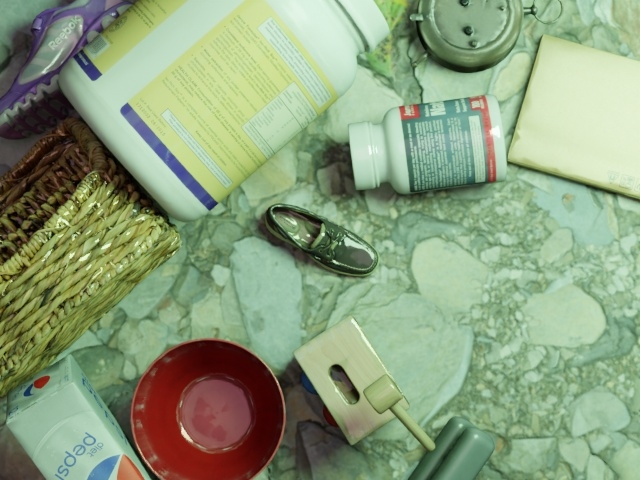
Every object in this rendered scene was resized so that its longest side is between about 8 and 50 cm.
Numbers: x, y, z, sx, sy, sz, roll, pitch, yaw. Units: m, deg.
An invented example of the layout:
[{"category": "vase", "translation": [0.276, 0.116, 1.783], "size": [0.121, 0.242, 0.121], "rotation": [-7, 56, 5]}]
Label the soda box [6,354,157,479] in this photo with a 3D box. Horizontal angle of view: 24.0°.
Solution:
[{"category": "soda box", "translation": [-0.249, 0.279, 1.739], "size": [0.091, 0.098, 0.286], "rotation": [-31, 108, -1]}]

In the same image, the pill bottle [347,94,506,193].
[{"category": "pill bottle", "translation": [0.126, -0.111, 1.796], "size": [0.180, 0.108, 0.108], "rotation": [-7, 85, 2]}]

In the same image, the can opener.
[{"category": "can opener", "translation": [0.122, 0.350, 1.793], "size": [0.095, 0.076, 0.283], "rotation": [36, 87, -27]}]

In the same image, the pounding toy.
[{"category": "pounding toy", "translation": [0.046, 0.186, 1.729], "size": [0.094, 0.206, 0.181], "rotation": [-33, 85, 0]}]

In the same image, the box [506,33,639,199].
[{"category": "box", "translation": [0.344, -0.147, 1.831], "size": [0.201, 0.021, 0.164], "rotation": [16, 87, 4]}]

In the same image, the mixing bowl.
[{"category": "mixing bowl", "translation": [-0.129, 0.206, 1.790], "size": [0.181, 0.098, 0.181], "rotation": [0, 86, 2]}]

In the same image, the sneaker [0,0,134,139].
[{"category": "sneaker", "translation": [-0.323, -0.225, 1.840], "size": [0.236, 0.095, 0.104], "rotation": [-44, 78, -6]}]

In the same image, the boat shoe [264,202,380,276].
[{"category": "boat shoe", "translation": [0.000, 0.000, 1.823], "size": [0.152, 0.049, 0.056], "rotation": [23, 87, 4]}]

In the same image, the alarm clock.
[{"category": "alarm clock", "translation": [0.201, -0.275, 1.830], "size": [0.192, 0.064, 0.129], "rotation": [-7, 85, -1]}]

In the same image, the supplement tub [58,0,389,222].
[{"category": "supplement tub", "translation": [-0.110, -0.208, 1.749], "size": [0.331, 0.241, 0.241], "rotation": [-41, 85, -1]}]

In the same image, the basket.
[{"category": "basket", "translation": [-0.345, 0.011, 1.757], "size": [0.299, 0.213, 0.223], "rotation": [-41, 86, -1]}]
